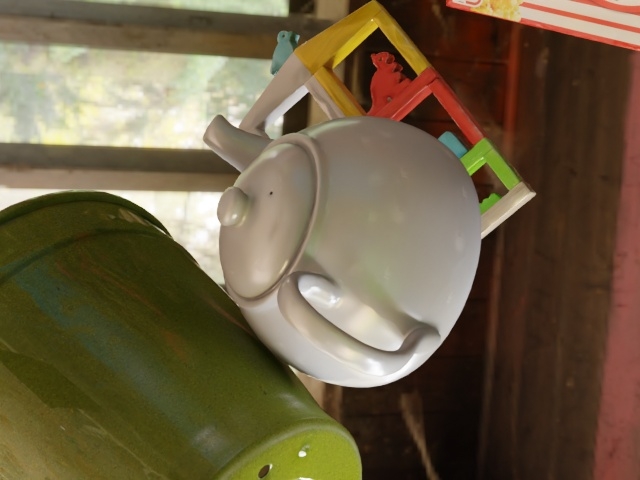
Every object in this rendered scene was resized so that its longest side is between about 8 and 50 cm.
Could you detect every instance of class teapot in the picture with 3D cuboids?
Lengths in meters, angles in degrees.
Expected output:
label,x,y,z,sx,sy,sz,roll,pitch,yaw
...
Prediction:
label,x,y,z,sx,sy,sz,roll,pitch,yaw
teapot,0.000,0.000,0.904,0.256,0.187,0.253,-16,-119,53

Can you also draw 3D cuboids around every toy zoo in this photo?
label,x,y,z,sx,sy,sz,roll,pitch,yaw
toy zoo,0.046,-0.098,1.056,0.192,0.030,0.293,-40,-104,16

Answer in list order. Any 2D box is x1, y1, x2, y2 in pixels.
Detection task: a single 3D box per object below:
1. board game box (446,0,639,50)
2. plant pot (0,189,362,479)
label,x,y,z,sx,sy,sz,roll,pitch,yaw
board game box,0.174,-0.200,0.655,0.193,0.045,0.147,21,-54,33
plant pot,-0.163,0.187,0.984,0.353,0.366,0.367,30,-59,38
